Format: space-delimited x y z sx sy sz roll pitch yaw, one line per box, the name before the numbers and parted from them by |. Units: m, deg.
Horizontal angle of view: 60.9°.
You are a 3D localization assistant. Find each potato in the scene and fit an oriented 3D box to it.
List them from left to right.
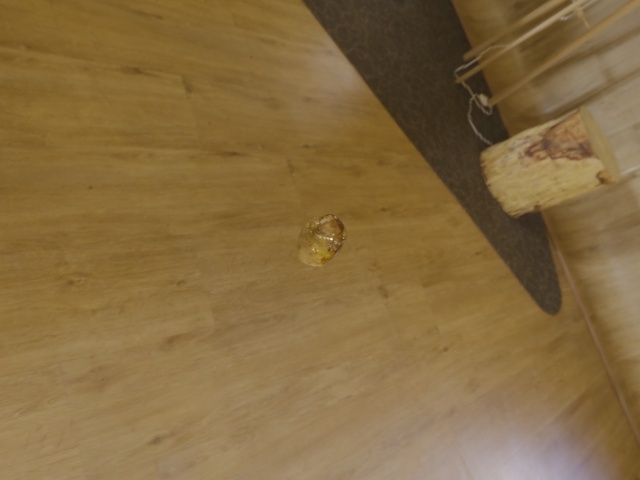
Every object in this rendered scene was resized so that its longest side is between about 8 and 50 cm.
potato | 0.000 0.000 0.640 0.051 0.083 0.040 36 47 -3
